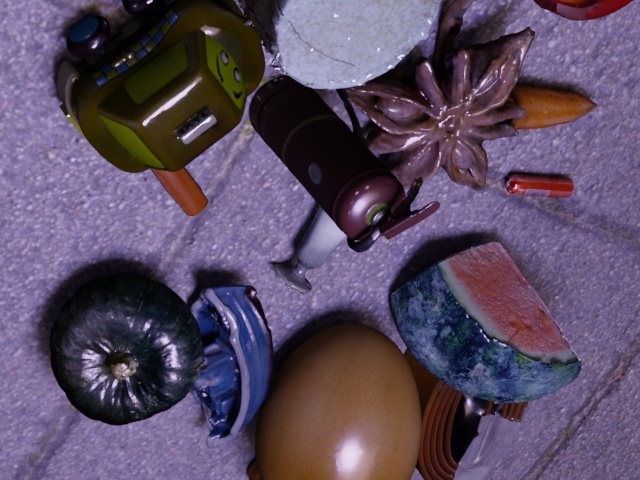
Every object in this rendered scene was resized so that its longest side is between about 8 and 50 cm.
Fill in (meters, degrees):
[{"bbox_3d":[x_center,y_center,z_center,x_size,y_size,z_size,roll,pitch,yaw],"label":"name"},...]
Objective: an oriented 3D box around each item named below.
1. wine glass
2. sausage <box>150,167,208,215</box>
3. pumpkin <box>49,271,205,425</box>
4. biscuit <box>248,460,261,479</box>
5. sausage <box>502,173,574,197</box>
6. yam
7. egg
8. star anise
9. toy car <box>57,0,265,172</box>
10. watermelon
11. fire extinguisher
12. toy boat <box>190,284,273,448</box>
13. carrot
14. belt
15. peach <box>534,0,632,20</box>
[{"bbox_3d":[0.000,0.000,1.940,0.072,0.072,0.155,22,112,-40],"label":"wine glass"},{"bbox_3d":[-0.193,-0.084,1.779,0.039,0.041,0.131,-32,134,1],"label":"sausage"},{"bbox_3d":[-0.263,0.149,1.817,0.211,0.152,0.212,4,108,14],"label":"pumpkin"},{"bbox_3d":[-0.035,0.380,2.233,0.180,0.039,0.236,25,108,-38],"label":"biscuit"},{"bbox_3d":[0.337,-0.085,2.103,0.129,0.034,0.034,1,123,-31],"label":"sausage"},{"bbox_3d":[-0.002,-0.343,1.518,0.241,0.348,0.241,-11,136,-11],"label":"yam"},{"bbox_3d":[0.030,0.285,2.047,0.250,0.250,0.322,12,96,-37],"label":"egg"},{"bbox_3d":[0.168,-0.192,1.869,0.292,0.109,0.349,-29,135,-6],"label":"star anise"},{"bbox_3d":[-0.173,-0.181,1.608,0.248,0.198,0.204,-38,133,-2],"label":"toy car"},{"bbox_3d":[0.269,0.114,2.069,0.148,0.318,0.226,110,3,-63],"label":"watermelon"},{"bbox_3d":[0.031,-0.099,1.693,0.105,0.341,0.141,27,105,-42],"label":"fire extinguisher"},{"bbox_3d":[-0.151,0.186,1.951,0.142,0.129,0.309,-25,135,-31],"label":"toy boat"},{"bbox_3d":[0.336,-0.201,1.997,0.205,0.072,0.072,-7,127,-34],"label":"carrot"},{"bbox_3d":[0.234,0.268,2.257,0.217,0.122,0.339,-8,125,-23],"label":"belt"},{"bbox_3d":[0.336,-0.397,1.757,0.196,0.190,0.226,-42,142,22],"label":"peach"}]
